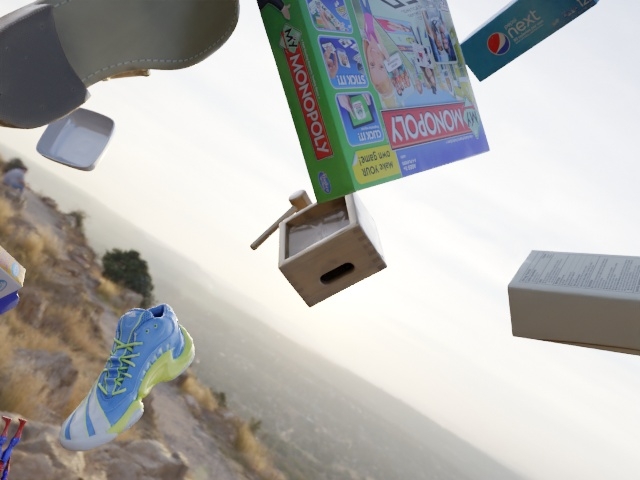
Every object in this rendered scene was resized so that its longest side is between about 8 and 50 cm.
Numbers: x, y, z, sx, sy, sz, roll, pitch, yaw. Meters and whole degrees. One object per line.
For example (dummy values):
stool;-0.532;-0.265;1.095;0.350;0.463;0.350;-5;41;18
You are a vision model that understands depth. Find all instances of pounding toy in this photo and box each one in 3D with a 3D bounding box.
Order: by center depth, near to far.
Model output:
pounding toy;-0.008;0.001;0.843;0.094;0.181;0.206;54;15;-27

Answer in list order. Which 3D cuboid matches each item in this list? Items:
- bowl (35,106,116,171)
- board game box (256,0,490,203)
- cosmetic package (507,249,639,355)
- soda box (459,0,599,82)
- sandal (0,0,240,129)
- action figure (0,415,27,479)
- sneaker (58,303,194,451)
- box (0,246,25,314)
bowl;-0.526;-0.217;1.226;0.142;0.142;0.053;18;-22;8
board game box;0.073;-0.171;0.581;0.046;0.214;0.317;-15;4;38
cosmetic package;0.501;0.104;0.960;0.309;0.160;0.113;3;-64;38
soda box;0.306;-0.327;0.830;0.071;0.067;0.210;48;-35;-10
sandal;-0.160;-0.153;0.399;0.079;0.240;0.088;12;-50;27
action figure;-0.441;0.302;0.768;0.030;0.115;0.038;0;-21;35
sneaker;-0.273;0.169;0.769;0.091;0.126;0.240;-2;22;24
box;-0.304;0.015;0.440;0.028;0.081;0.136;-115;180;-48
